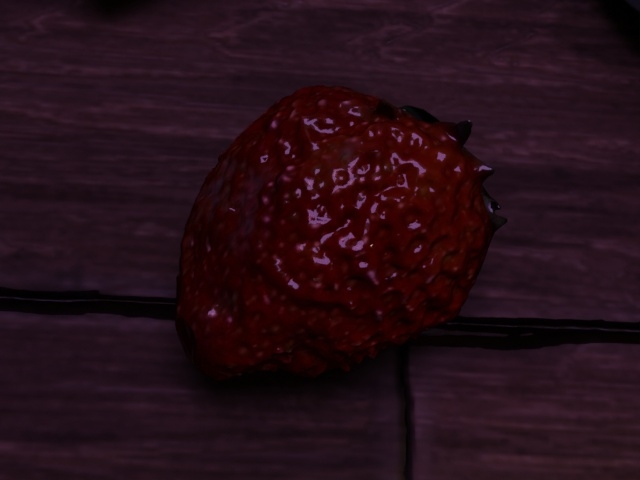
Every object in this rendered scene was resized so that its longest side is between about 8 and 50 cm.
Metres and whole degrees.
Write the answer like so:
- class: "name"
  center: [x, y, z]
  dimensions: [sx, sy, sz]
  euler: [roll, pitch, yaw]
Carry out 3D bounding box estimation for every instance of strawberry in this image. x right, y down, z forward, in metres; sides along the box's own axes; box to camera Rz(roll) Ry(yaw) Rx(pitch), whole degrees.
- class: "strawberry"
  center: [0.001, -0.006, 0.462]
  dimensions: [0.148, 0.131, 0.131]
  euler: [-21, 64, -26]

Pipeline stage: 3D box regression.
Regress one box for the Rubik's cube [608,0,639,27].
- class: "Rubik's cube"
  center: [0.346, -0.205, 0.496]
  dimensions: [0.283, 0.293, 0.288]
  euler: [-23, 54, -21]
